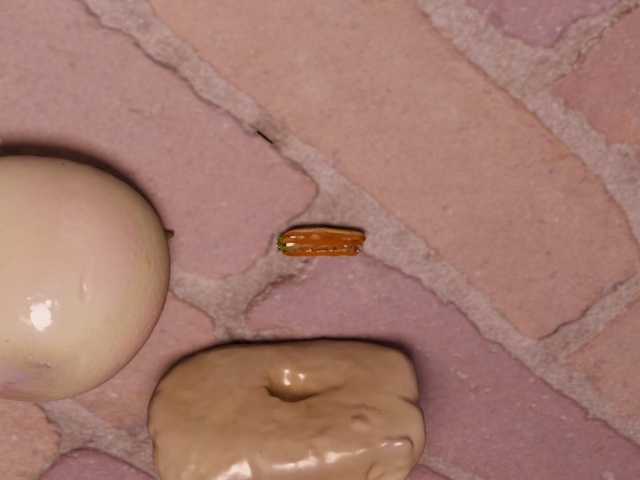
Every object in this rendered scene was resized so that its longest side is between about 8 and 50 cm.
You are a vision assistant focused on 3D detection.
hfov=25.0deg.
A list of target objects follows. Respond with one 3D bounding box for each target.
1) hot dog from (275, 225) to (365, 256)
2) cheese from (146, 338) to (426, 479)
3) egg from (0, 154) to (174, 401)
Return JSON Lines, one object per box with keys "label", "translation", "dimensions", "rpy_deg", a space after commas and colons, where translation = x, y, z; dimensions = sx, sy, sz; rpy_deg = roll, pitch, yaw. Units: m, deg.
{"label": "hot dog", "translation": [0.000, 0.000, 1.324], "dimensions": [0.083, 0.021, 0.037], "rpy_deg": [3, 146, -11]}
{"label": "cheese", "translation": [-0.050, 0.217, 1.387], "dimensions": [0.247, 0.174, 0.251], "rpy_deg": [8, 130, -12]}
{"label": "egg", "translation": [-0.255, 0.050, 1.230], "dimensions": [0.271, 0.162, 0.206], "rpy_deg": [-5, 141, -7]}
